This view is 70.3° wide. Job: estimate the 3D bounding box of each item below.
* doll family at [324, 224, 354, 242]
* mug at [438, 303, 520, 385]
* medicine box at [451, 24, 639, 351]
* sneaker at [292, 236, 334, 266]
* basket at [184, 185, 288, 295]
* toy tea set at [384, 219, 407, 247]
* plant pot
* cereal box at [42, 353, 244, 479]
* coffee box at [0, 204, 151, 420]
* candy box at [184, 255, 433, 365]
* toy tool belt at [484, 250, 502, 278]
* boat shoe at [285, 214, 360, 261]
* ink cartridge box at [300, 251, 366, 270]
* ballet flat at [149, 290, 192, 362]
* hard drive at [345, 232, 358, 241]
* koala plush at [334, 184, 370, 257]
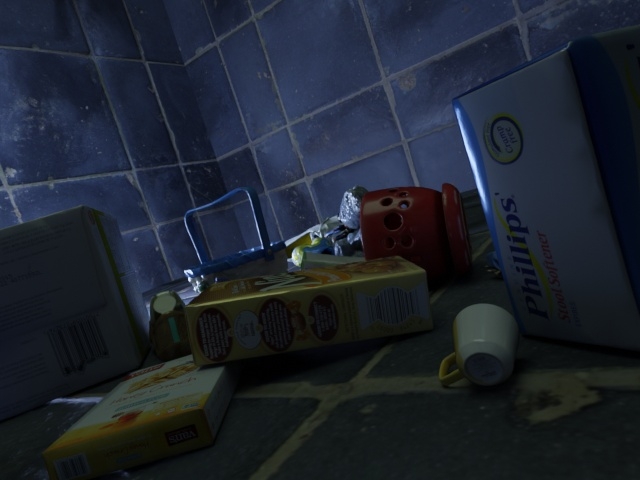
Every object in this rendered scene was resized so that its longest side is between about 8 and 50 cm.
[{"bbox_3d":[0.098,-0.044,1.704,0.111,0.076,0.193,-20,11,33],"label":"doll family"},{"bbox_3d":[0.150,0.107,0.422,0.062,0.078,0.064,17,25,14],"label":"mug"},{"bbox_3d":[0.320,-0.068,0.470,0.290,0.263,0.149,-20,5,-24],"label":"medicine box"},{"bbox_3d":[0.011,0.047,1.566,0.126,0.091,0.240,6,16,30],"label":"sneaker"},{"bbox_3d":[-0.205,0.035,1.095,0.255,0.288,0.201,-18,-2,40],"label":"basket"},{"bbox_3d":[0.250,-0.033,1.105,0.200,0.124,0.336,-9,8,25],"label":"toy tea set"},{"bbox_3d":[0.180,-0.012,0.838,0.174,0.191,0.191,-11,7,19],"label":"plant pot"},{"bbox_3d":[-0.199,0.203,0.578,0.173,0.047,0.240,-16,5,-1],"label":"cereal box"},{"bbox_3d":[-0.591,0.143,0.990,0.338,0.337,0.334,-19,4,-14],"label":"coffee box"},{"bbox_3d":[-0.016,0.093,0.670,0.317,0.087,0.183,-8,4,-1],"label":"candy box"},{"bbox_3d":[0.287,0.034,0.724,0.051,0.052,0.083,-10,2,-15],"label":"toy tool belt"},{"bbox_3d":[-0.005,-0.008,1.833,0.367,0.135,0.156,-20,4,9],"label":"boat shoe"},{"bbox_3d":[0.068,0.070,1.147,0.235,0.056,0.171,6,4,-3],"label":"ink cartridge box"},{"bbox_3d":[-0.315,0.170,0.956,0.116,0.124,0.342,-19,4,-19],"label":"ballet flat"},{"bbox_3d":[0.273,-0.036,1.650,0.353,0.047,0.233,-17,4,13],"label":"hard drive"},{"bbox_3d":[0.134,-0.063,1.401,0.204,0.221,0.196,-16,4,21],"label":"koala plush"}]
